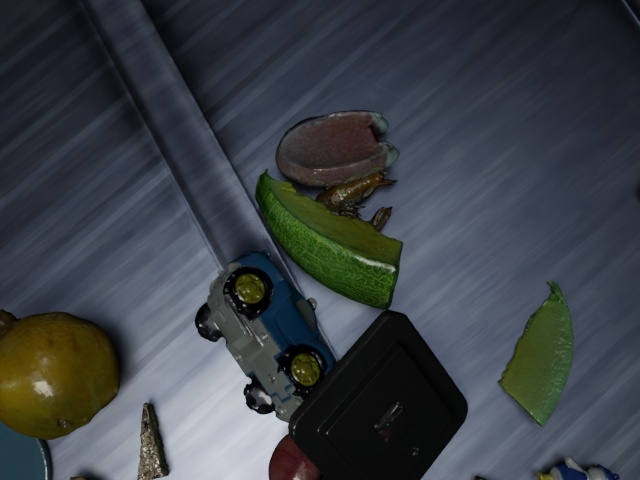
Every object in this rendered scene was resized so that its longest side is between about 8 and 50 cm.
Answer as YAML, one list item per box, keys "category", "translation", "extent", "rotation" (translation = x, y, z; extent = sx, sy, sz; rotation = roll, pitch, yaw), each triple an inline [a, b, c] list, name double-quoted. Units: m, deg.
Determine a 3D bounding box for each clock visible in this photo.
- category: "clock"
  translation: [0.110, 0.296, 1.051]
  extent: [0.279, 0.049, 0.273]
  rotation: [-46, 115, -20]

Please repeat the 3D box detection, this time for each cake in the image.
- category: "cake"
  translation: [-0.296, 0.360, 1.137]
  extent: [0.055, 0.051, 0.140]
  rotation: [0, 82, 2]

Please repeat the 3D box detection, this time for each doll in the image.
- category: "doll"
  translation: [0.451, 0.419, 1.111]
  extent: [0.143, 0.057, 0.099]
  rotation: [-6, 101, 0]

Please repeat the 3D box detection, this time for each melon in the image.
- category: "melon"
  translation: [0.000, 0.000, 1.140]
  extent: [0.323, 0.196, 0.124]
  rotation: [29, 68, 12]
- category: "melon"
  translation: [0.402, 0.201, 1.166]
  extent: [0.114, 0.053, 0.262]
  rotation: [14, 76, 22]

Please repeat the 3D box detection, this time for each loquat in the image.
- category: "loquat"
  translation: [-0.469, 0.213, 1.090]
  extent: [0.213, 0.213, 0.246]
  rotation: [-43, 92, -6]

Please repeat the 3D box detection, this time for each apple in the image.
- category: "apple"
  translation: [-0.015, 0.390, 1.082]
  extent: [0.153, 0.120, 0.153]
  rotation: [1, 87, -30]

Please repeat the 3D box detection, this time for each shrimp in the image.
- category: "shrimp"
  translation: [0.070, -0.062, 1.211]
  extent: [0.187, 0.051, 0.132]
  rotation: [-35, 93, 3]

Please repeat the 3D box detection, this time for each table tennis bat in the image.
- category: "table tennis bat"
  translation: [-0.595, 0.383, 1.146]
  extent: [0.215, 0.044, 0.329]
  rotation: [-7, 82, 1]

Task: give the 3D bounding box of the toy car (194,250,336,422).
- category: "toy car"
  translation: [-0.076, 0.167, 1.113]
  extent: [0.166, 0.198, 0.314]
  rotation: [-31, 82, -36]

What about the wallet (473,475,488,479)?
- category: "wallet"
  translation: [0.287, 0.553, 1.103]
  extent: [0.137, 0.031, 0.255]
  rotation: [22, 81, 5]

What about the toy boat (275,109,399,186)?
- category: "toy boat"
  translation: [0.028, -0.164, 1.207]
  extent: [0.227, 0.085, 0.155]
  rotation: [-12, 57, -3]

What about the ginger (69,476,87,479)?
- category: "ginger"
  translation: [-0.359, 0.490, 1.100]
  extent: [0.205, 0.081, 0.115]
  rotation: [18, 75, 3]
